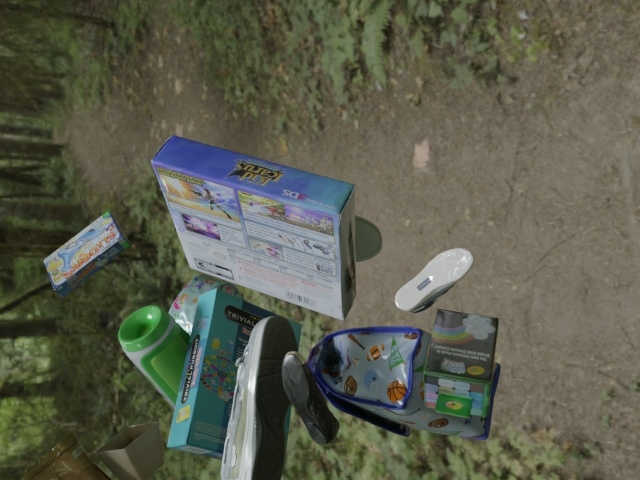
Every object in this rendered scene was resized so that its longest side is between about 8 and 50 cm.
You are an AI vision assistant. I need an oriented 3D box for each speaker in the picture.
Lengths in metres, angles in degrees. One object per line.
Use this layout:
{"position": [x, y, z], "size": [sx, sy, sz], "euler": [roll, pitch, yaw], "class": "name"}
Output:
{"position": [-0.331, 0.285, 1.438], "size": [0.296, 0.131, 0.131], "euler": [63, 176, -35], "class": "speaker"}

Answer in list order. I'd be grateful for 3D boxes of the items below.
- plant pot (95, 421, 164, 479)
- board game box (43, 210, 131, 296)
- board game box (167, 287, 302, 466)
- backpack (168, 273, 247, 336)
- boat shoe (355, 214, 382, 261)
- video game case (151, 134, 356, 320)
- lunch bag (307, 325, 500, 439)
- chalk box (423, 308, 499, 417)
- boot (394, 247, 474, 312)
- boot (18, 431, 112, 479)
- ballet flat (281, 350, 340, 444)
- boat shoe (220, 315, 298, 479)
{"position": [-0.419, 0.486, 1.430], "size": [0.109, 0.109, 0.096], "euler": [-18, 98, 34], "class": "plant pot"}
{"position": [-0.569, 0.030, 1.537], "size": [0.136, 0.201, 0.035], "euler": [44, 171, 45], "class": "board game box"}
{"position": [-0.177, 0.309, 1.396], "size": [0.079, 0.254, 0.336], "euler": [-24, 49, 42], "class": "board game box"}
{"position": [-0.284, 0.223, 1.705], "size": [0.191, 0.253, 0.225], "euler": [14, 58, 36], "class": "backpack"}
{"position": [0.000, 0.000, 1.414], "size": [0.091, 0.303, 0.114], "euler": [-18, 71, 55], "class": "boat shoe"}
{"position": [-0.082, -0.013, 0.892], "size": [0.244, 0.270, 0.061], "euler": [85, -153, -53], "class": "video game case"}
{"position": [0.194, 0.360, 1.607], "size": [0.385, 0.328, 0.238], "euler": [-5, 62, 51], "class": "lunch bag"}
{"position": [0.282, 0.267, 1.281], "size": [0.132, 0.132, 0.213], "euler": [80, -156, -45], "class": "chalk box"}
{"position": [0.247, 0.086, 1.333], "size": [0.190, 0.086, 0.069], "euler": [-35, 65, 16], "class": "boot"}
{"position": [-0.532, 0.585, 1.404], "size": [0.269, 0.089, 0.236], "euler": [49, 121, 1], "class": "boot"}
{"position": [-0.018, 0.253, 1.026], "size": [0.057, 0.049, 0.173], "euler": [-9, 109, 36], "class": "ballet flat"}
{"position": [-0.114, 0.286, 1.101], "size": [0.103, 0.118, 0.320], "euler": [8, 95, 35], "class": "boat shoe"}
